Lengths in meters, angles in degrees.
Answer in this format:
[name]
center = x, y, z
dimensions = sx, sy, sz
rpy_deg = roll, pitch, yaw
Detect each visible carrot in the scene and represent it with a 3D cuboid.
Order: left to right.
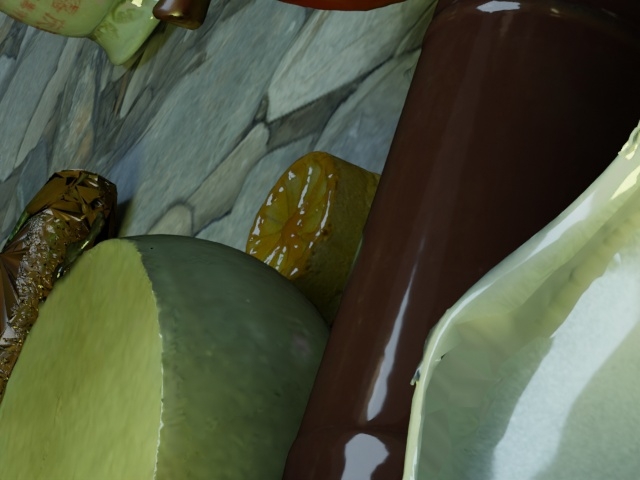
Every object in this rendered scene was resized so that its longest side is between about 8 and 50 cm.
[carrot]
center = -0.187, 0.060, 1.198
dimensions = 0.069, 0.069, 0.229
rpy_deg = -21, 46, 57

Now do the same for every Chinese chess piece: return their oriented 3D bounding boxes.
[Chinese chess piece]
center = -0.074, 0.107, 0.816
dimensions = 0.238, 0.092, 0.238
rpy_deg = -40, 43, 50

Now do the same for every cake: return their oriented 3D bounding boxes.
[cake]
center = 0.000, 0.000, 0.889
dimensions = 0.084, 0.044, 0.084
rpy_deg = -46, 28, 34

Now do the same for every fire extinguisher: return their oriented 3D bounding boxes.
[fire extinguisher]
center = 0.064, -0.016, 0.699
dimensions = 0.138, 0.102, 0.344
rpy_deg = -25, 42, 57

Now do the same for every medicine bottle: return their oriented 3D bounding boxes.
[medicine bottle]
center = -0.172, -0.217, 1.366
dimensions = 0.147, 0.143, 0.147
rpy_deg = -52, 20, 28

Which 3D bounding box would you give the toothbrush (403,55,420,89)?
[toothbrush]
center = 0.062, -0.039, 0.843
dimensions = 0.017, 0.014, 0.194
rpy_deg = -52, 24, 20

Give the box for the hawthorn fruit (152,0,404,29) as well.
[hawthorn fruit]
center = 0.004, -0.238, 0.887
dimensions = 0.307, 0.265, 0.265
rpy_deg = -67, 22, 8

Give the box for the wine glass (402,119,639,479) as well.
[wine glass]
center = 0.124, 0.074, 0.354
dimensions = 0.165, 0.196, 0.165
rpy_deg = -44, 30, 34
